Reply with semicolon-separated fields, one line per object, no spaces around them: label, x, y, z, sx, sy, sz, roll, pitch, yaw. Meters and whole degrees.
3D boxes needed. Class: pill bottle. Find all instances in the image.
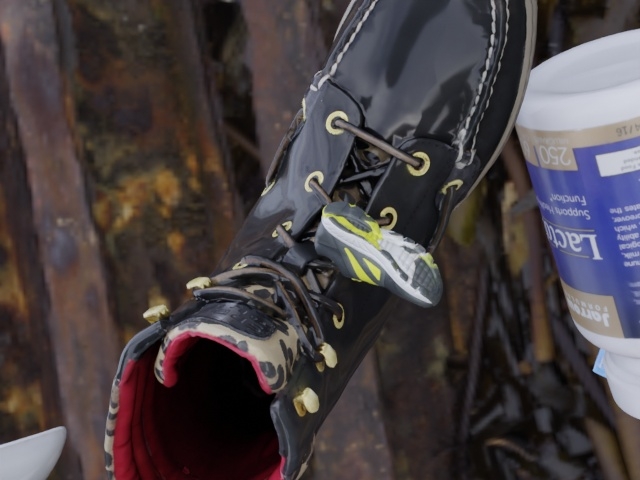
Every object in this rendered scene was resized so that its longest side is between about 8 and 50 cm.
pill bottle;0.244;-0.009;0.901;0.153;0.153;0.264;6;122;51

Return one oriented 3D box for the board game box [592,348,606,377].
board game box;0.335;0.018;1.180;0.039;0.211;0.160;28;134;21

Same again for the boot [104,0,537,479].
boot;0.000;0.000;0.774;0.138;0.284;0.377;32;127;4

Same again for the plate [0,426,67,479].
plate;-0.332;0.222;0.899;0.277;0.278;0.045;-44;64;61

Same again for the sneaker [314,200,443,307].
sneaker;0.033;0.012;0.703;0.083;0.031;0.035;39;137;6
